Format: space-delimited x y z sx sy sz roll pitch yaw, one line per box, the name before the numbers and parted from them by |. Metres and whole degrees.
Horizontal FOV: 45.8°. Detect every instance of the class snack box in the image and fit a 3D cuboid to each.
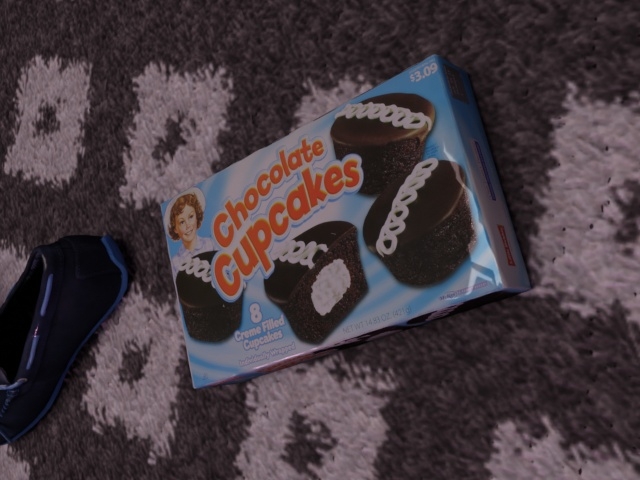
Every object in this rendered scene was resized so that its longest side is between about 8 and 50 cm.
snack box | 0.000 0.000 0.652 0.322 0.060 0.187 -24 72 34

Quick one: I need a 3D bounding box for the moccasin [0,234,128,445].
moccasin | -0.358 0.112 0.879 0.137 0.117 0.342 48 114 30
